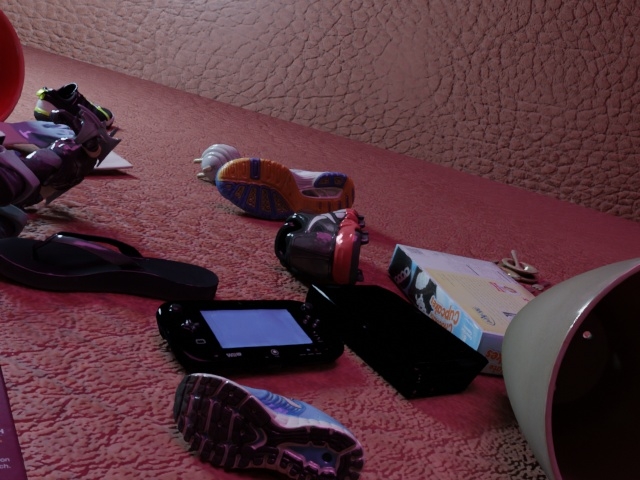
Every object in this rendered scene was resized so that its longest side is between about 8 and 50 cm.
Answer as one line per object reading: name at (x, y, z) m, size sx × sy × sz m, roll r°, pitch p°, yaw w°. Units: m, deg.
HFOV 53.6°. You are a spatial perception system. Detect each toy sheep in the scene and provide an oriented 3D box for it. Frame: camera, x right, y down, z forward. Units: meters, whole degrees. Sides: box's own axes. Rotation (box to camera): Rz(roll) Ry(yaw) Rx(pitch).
toy sheep at (-0.216, -0.163, 1.351) m, size 0.091 × 0.091 × 0.132 m, roll 19°, pitch 30°, yaw 11°

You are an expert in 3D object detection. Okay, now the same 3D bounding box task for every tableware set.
tableware set at (0.377, 0.058, 1.252) m, size 0.128 × 0.039 × 0.194 m, roll 26°, pitch 18°, yaw 31°

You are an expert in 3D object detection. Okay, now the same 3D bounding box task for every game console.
game console at (0.002, 0.108, 0.713) m, size 0.362 × 0.043 × 0.213 m, roll 3°, pitch 20°, yaw -37°

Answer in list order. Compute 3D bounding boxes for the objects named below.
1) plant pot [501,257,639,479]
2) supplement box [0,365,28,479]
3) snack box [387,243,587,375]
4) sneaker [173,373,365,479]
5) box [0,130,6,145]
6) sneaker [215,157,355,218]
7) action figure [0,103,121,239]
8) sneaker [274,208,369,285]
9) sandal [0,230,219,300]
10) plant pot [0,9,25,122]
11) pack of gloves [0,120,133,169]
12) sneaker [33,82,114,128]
plant pot at (0.285, 0.130, 0.612) m, size 0.257 × 0.256 × 0.274 m, roll 15°, pitch 0°, yaw -4°
supplement box at (-0.202, 0.134, 0.316) m, size 0.081 × 0.104 × 0.188 m, roll 5°, pitch 19°, yaw -35°
snack box at (0.240, 0.099, 0.942) m, size 0.187 × 0.060 × 0.322 m, roll 11°, pitch 17°, yaw -16°
sneaker at (-0.043, 0.154, 0.517) m, size 0.162 × 0.063 × 0.073 m, roll 22°, pitch -1°, yaw 6°
box at (-0.585, -0.139, 0.821) m, size 0.169 × 0.087 × 0.290 m, roll 36°, pitch 18°, yaw 5°
sneaker at (-0.081, -0.095, 1.258) m, size 0.297 × 0.111 × 0.131 m, roll 8°, pitch 1°, yaw -32°
action figure at (-0.366, -0.093, 0.828) m, size 0.099 × 0.185 × 0.285 m, roll 39°, pitch 18°, yaw -11°
sneaker at (0.000, 0.000, 0.977) m, size 0.135 × 0.097 × 0.276 m, roll 7°, pitch 9°, yaw 1°
sandal at (-0.245, 0.022, 0.742) m, size 0.255 × 0.054 × 0.097 m, roll 9°, pitch 17°, yaw -23°
plant pot at (-0.724, -0.328, 1.131) m, size 0.243 × 0.274 × 0.275 m, roll 14°, pitch 13°, yaw 27°
pack of gloves at (-0.497, -0.155, 1.157) m, size 0.195 × 0.046 × 0.232 m, roll 34°, pitch 24°, yaw 17°
sneaker at (-0.573, -0.322, 1.507) m, size 0.084 × 0.097 × 0.235 m, roll 22°, pitch 17°, yaw 18°
